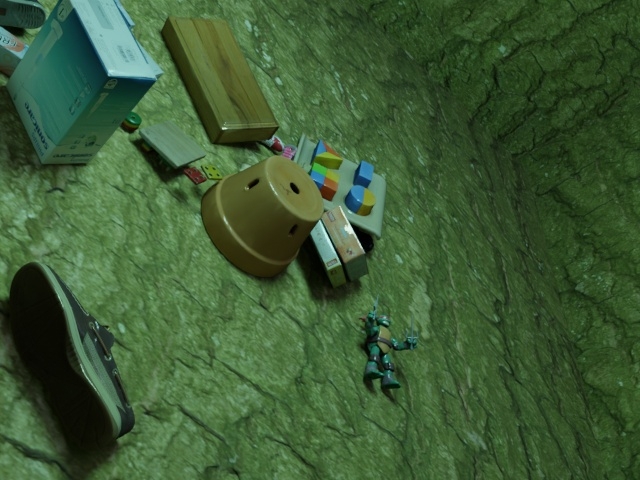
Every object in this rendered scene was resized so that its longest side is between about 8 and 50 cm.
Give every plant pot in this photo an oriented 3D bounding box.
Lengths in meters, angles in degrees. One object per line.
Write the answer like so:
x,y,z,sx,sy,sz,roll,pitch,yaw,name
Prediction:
-0.128,-0.079,1.810,0.290,0.203,0.291,35,35,-29,plant pot

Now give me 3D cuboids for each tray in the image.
-0.294,-0.475,2.071,0.202,0.076,0.411,-11,67,-40,tray

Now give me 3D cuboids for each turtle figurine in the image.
0.178,0.278,1.939,0.175,0.118,0.234,21,56,-20,turtle figurine

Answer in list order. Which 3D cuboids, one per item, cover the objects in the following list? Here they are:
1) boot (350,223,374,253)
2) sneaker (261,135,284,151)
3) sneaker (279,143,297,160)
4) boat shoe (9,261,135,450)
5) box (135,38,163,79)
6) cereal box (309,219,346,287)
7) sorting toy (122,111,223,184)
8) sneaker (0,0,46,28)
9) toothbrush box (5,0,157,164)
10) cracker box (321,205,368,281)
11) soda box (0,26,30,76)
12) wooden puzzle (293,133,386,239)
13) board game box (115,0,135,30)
0.122,-0.023,2.241,0.099,0.045,0.121,21,48,-40,boot
-0.166,-0.307,2.148,0.118,0.042,0.067,43,27,-1,sneaker
-0.109,-0.239,2.152,0.047,0.057,0.119,27,52,13,sneaker
-0.423,0.193,1.235,0.342,0.123,0.123,58,17,10,boat shoe
-0.517,-0.425,1.724,0.181,0.119,0.182,50,31,-5,box
0.000,0.000,1.972,0.173,0.047,0.240,71,-4,-68,cereal box
-0.370,-0.224,1.770,0.274,0.046,0.132,43,30,4,sorting toy
-0.747,-0.546,1.602,0.222,0.083,0.118,6,35,-42,sneaker
-0.504,-0.327,1.469,0.126,0.295,0.216,-10,66,-54,toothbrush box
0.070,0.014,2.004,0.156,0.067,0.232,63,-2,18,cracker box
-0.716,-0.431,1.519,0.183,0.063,0.058,34,35,-28,soda box
0.072,-0.189,2.250,0.347,0.080,0.322,29,35,-12,wooden puzzle
-0.543,-0.575,1.870,0.090,0.090,0.020,56,31,6,board game box
